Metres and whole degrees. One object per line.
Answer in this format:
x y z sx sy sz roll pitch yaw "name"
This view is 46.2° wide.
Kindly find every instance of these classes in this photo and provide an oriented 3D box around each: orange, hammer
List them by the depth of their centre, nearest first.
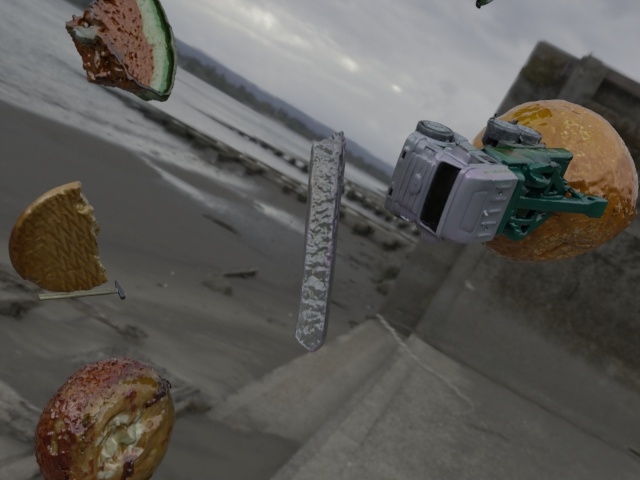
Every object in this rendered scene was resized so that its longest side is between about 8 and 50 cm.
0.438 -0.116 1.470 0.341 0.341 0.293 23 52 -51 "orange"
-0.563 0.123 1.768 0.199 0.013 0.062 -3 42 -35 "hammer"

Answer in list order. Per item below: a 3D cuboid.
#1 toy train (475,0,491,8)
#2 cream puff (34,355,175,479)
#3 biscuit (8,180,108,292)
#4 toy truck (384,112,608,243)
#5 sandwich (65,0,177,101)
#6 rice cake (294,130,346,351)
0.345 -0.598 1.517 0.145 0.202 0.266 53 16 17 "toy train"
-0.340 0.295 1.186 0.164 0.239 0.240 9 -9 40 "cream puff"
-0.418 0.008 1.190 0.033 0.145 0.224 51 -24 38 "biscuit"
0.276 -0.087 1.166 0.364 0.176 0.178 -3 31 -38 "toy truck"
-0.412 -0.415 1.592 0.109 0.212 0.292 -20 -80 58 "sandwich"
-0.001 0.001 1.359 0.064 0.398 0.070 4 -7 11 "rice cake"
